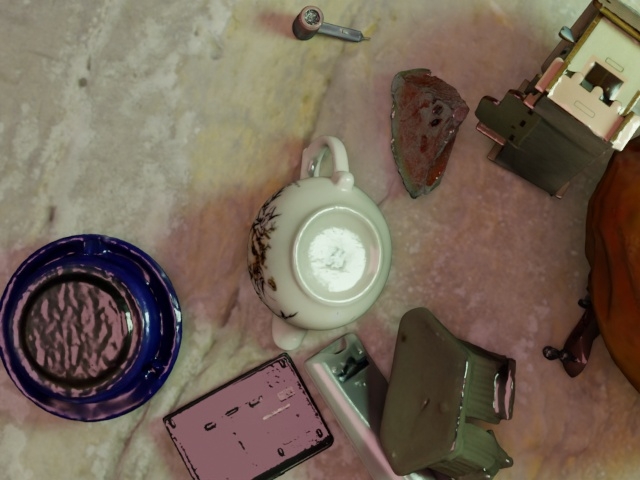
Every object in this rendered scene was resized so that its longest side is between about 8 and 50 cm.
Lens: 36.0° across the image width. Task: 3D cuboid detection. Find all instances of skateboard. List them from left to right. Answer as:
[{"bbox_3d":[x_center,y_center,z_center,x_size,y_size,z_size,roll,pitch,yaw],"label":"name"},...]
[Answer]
[{"bbox_3d":[0.388,0.126,1.380,0.080,0.067,0.151,36,84,-5],"label":"skateboard"}]

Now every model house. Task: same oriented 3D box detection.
[{"bbox_3d":[0.192,0.219,1.335,0.188,0.122,0.229,22,69,-35],"label":"model house"},{"bbox_3d":[0.342,-0.214,1.275,0.169,0.326,0.244,38,83,6],"label":"model house"}]

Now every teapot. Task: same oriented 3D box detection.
[{"bbox_3d":[0.000,0.000,1.368,0.208,0.166,0.299,11,77,-14],"label":"teapot"}]

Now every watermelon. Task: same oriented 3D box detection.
[{"bbox_3d":[0.165,-0.157,1.378,0.071,0.139,0.187,-4,85,-32],"label":"watermelon"}]

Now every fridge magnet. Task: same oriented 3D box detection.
[{"bbox_3d":[-0.326,0.122,1.379,0.265,0.112,0.265,0,88,4],"label":"fridge magnet"}]

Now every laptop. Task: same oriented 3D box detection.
[{"bbox_3d":[-0.103,0.273,1.403,0.207,0.026,0.154,-28,85,0],"label":"laptop"}]

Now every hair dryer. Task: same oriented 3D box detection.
[{"bbox_3d":[0.019,-0.306,1.424,0.114,0.063,0.037,11,85,-12],"label":"hair dryer"}]

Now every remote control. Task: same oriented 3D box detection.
[{"bbox_3d":[0.101,0.272,1.354,0.055,0.109,0.313,-38,83,45],"label":"remote control"}]

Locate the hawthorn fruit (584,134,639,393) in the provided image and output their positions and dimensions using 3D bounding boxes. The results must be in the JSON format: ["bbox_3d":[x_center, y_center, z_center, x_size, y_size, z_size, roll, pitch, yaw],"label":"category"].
[{"bbox_3d":[0.540,0.027,1.208,0.472,0.472,0.471,0,86,2],"label":"hawthorn fruit"}]
